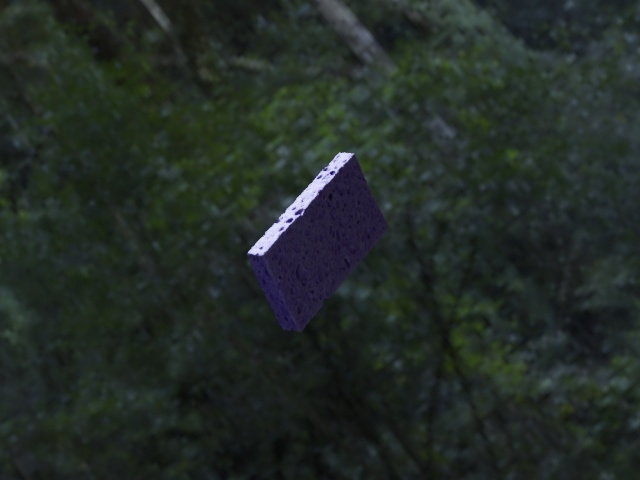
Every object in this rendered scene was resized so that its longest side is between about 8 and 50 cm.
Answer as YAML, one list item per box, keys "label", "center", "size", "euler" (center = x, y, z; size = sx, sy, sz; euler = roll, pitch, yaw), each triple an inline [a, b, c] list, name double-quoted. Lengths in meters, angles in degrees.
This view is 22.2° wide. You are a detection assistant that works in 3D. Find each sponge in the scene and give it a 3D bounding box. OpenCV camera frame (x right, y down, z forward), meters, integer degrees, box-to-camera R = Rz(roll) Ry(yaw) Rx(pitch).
- label: "sponge"
  center: [0.000, 0.000, 1.936]
  size: [0.210, 0.031, 0.117]
  euler: [-48, -54, -37]
